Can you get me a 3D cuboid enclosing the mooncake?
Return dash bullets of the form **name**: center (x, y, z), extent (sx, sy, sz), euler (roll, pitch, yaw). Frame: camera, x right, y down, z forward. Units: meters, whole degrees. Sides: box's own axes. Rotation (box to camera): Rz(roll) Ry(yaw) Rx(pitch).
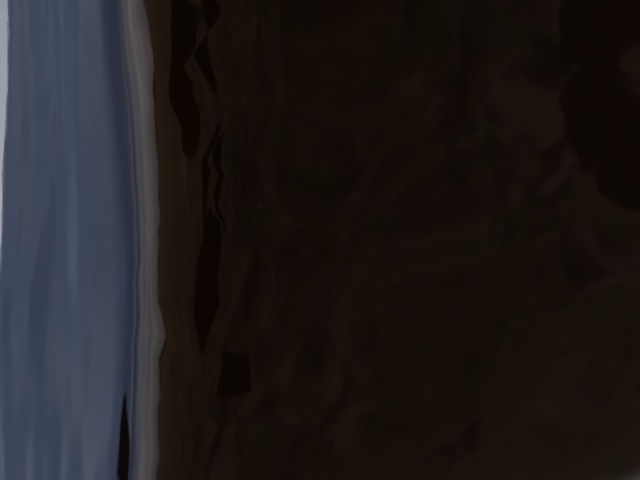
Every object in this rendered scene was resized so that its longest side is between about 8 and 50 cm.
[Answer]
- **mooncake**: center (0.000, 0.000, 0.519), extent (0.174, 0.334, 0.326), euler (-4, -99, -17)
